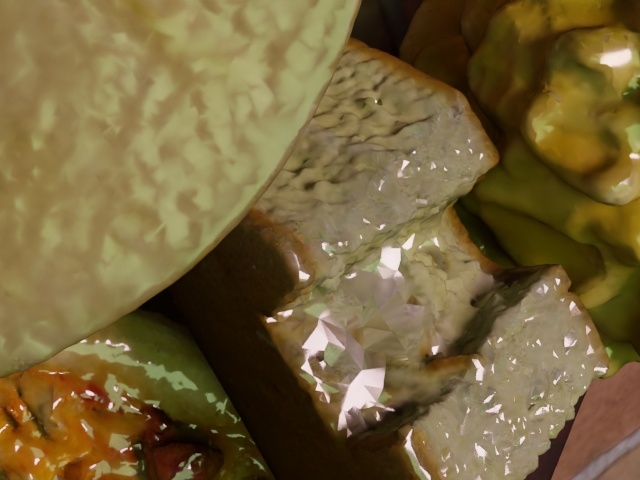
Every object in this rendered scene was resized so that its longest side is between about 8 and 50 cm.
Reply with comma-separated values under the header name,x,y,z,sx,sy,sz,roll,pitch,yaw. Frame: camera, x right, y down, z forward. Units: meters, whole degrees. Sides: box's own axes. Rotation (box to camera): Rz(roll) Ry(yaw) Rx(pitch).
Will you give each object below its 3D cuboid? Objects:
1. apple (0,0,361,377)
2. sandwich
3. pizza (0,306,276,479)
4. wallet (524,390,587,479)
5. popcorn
name,x,y,z,sx,sy,sz,roll,pitch,yaw
apple,-0.152,-0.114,0.322,0.258,0.233,0.295,-42,138,14
sandwich,0.000,0.000,0.469,0.122,0.128,0.235,-36,96,-32
pizza,-0.077,0.168,0.537,0.226,0.086,0.335,-41,114,-9
wallet,0.057,0.155,0.664,0.182,0.049,0.229,20,96,-34
popcorn,0.157,-0.052,0.536,0.249,0.249,0.225,1,143,-31
